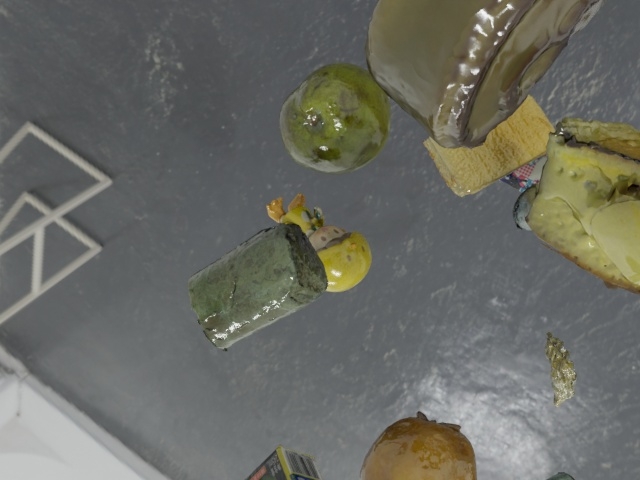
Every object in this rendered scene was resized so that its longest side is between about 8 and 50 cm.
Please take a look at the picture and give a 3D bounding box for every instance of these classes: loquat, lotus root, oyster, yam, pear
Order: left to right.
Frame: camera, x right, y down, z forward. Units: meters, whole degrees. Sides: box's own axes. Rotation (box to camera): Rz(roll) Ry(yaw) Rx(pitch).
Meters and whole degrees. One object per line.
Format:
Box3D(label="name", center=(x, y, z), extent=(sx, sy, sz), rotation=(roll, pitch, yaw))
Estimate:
Box3D(label="yam", center=(-0.139, 0.095, 1.486), extent=(0.300, 0.195, 0.195), rotation=(-31, 102, 14))
Box3D(label="pear", center=(0.052, -0.363, 2.078), extent=(0.351, 0.413, 0.352), rotation=(4, 99, 23))
Box3D(label="loquat", center=(0.177, 0.437, 1.227), extent=(0.193, 0.238, 0.239), rotation=(5, 124, 48))
Box3D(label="lotus root", center=(0.464, -0.064, 1.485), extent=(0.088, 0.088, 0.165), rotation=(32, 157, 12))
Box3D(label="oyster", center=(0.467, 0.243, 1.326), extent=(0.045, 0.122, 0.146), rotation=(-9, 146, 10))

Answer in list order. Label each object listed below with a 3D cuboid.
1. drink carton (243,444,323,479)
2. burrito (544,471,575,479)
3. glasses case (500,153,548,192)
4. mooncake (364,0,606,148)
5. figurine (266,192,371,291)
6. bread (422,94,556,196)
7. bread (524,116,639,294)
Box3D(label="drink carton", center=(-0.015, 0.260, 0.562), extent=(0.056, 0.166, 0.071), rotation=(30, 108, -38))
Box3D(label="burrito", center=(0.440, 0.564, 1.409), extent=(0.089, 0.228, 0.144), rotation=(66, 172, -5))
Box3D(label="glasses case", center=(0.551, -0.185, 1.773), extent=(0.327, 0.076, 0.125), rotation=(32, 110, 23))
Box3D(label="mooncake", center=(0.256, -0.342, 1.010), extent=(0.246, 0.393, 0.394), rotation=(43, 139, 17))
Box3D(label="figurine", center=(0.000, 0.000, 1.999), extent=(0.344, 0.215, 0.187), rotation=(47, 148, 26))
Box3D(label="bread", center=(0.415, -0.236, 1.661), extent=(0.185, 0.274, 0.114), rotation=(60, 178, 8))
Box3D(label="bread", center=(0.424, -0.044, 0.934), extent=(0.262, 0.162, 0.204), rotation=(42, 134, 40))
